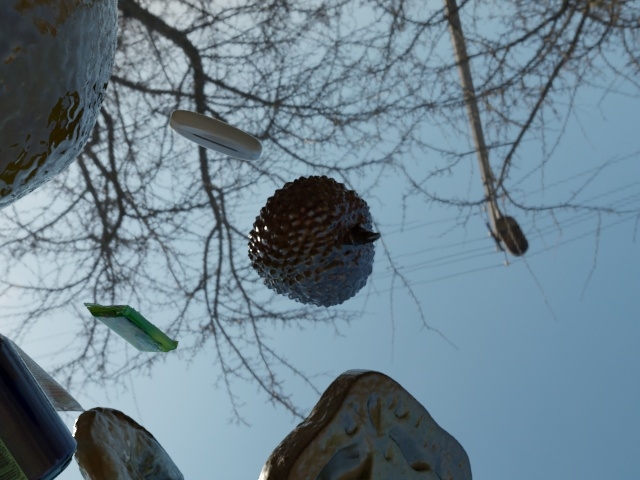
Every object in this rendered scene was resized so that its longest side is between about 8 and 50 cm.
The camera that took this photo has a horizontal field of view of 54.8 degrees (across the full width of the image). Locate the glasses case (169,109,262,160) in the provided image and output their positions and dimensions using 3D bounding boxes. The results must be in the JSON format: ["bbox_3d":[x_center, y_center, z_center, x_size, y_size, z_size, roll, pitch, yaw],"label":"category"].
[{"bbox_3d":[-0.177,-0.180,1.057,0.164,0.041,0.063,20,-150,-16],"label":"glasses case"}]

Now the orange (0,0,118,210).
[{"bbox_3d":[-0.306,-0.162,0.437,0.322,0.322,0.357,-19,-134,4],"label":"orange"}]

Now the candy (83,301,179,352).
[{"bbox_3d":[-0.361,0.167,1.182,0.102,0.178,0.032,-7,-129,27],"label":"candy"}]

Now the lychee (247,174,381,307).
[{"bbox_3d":[0.000,0.000,0.753,0.197,0.165,0.165,-11,-149,35],"label":"lychee"}]

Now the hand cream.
[{"bbox_3d":[-0.561,0.258,1.161,0.247,0.133,0.083,28,-94,23],"label":"hand cream"}]

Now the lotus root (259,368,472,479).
[{"bbox_3d":[0.077,0.395,0.982,0.390,0.375,0.111,-3,173,-33],"label":"lotus root"}]

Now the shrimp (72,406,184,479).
[{"bbox_3d":[-0.294,0.456,1.110,0.110,0.446,0.221,-33,-140,-4],"label":"shrimp"}]

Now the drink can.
[{"bbox_3d":[-0.393,0.208,0.746,0.118,0.205,0.118,-28,-173,4],"label":"drink can"}]
